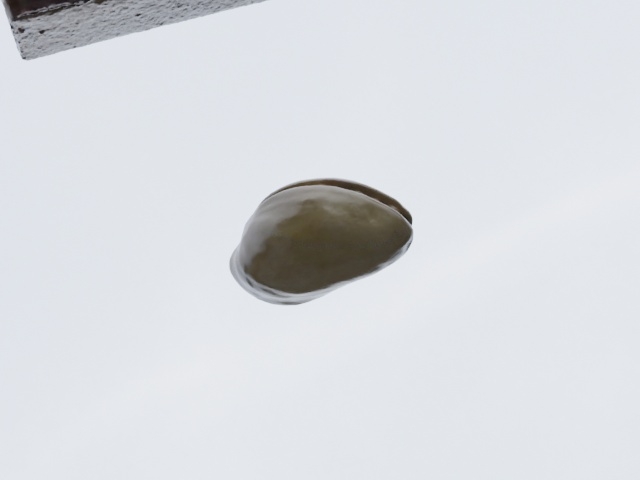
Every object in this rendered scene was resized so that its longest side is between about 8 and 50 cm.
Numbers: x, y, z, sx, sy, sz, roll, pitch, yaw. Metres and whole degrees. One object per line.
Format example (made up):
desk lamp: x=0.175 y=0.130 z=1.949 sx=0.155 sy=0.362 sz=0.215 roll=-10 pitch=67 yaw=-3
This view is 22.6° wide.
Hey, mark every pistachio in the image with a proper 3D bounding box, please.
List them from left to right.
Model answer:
pistachio: x=0.000 y=0.000 z=1.564 sx=0.185 sy=0.124 sz=0.124 roll=-5 pitch=-47 yaw=7

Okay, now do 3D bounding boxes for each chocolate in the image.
chocolate: x=-0.117 y=-0.241 z=1.355 sx=0.321 sy=0.112 sz=0.112 roll=-17 pitch=-17 yaw=-13
